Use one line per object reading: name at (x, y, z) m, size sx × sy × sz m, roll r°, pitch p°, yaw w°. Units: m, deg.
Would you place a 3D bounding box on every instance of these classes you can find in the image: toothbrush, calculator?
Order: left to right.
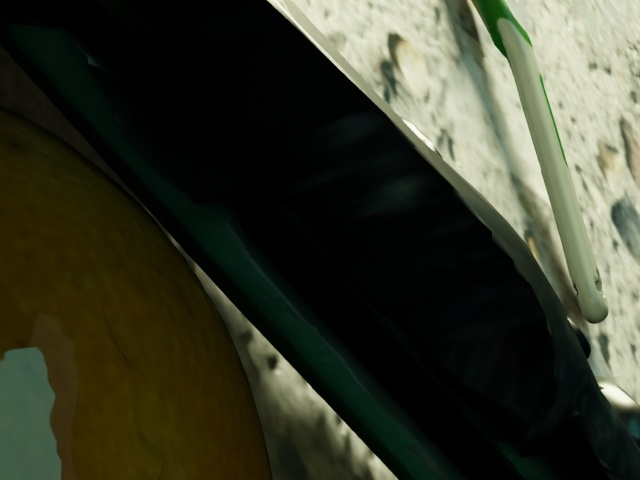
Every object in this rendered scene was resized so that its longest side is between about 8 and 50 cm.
calculator at (0.000, 0.000, 0.510) m, size 0.274 × 0.058 × 0.248 m, roll 49°, pitch -3°, yaw -18°
toothbrush at (0.077, -0.102, 0.879) m, size 0.030 × 0.030 × 0.304 m, roll 11°, pitch 58°, yaw -53°

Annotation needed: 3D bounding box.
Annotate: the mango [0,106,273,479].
mango at (-0.071, 0.086, 0.372) m, size 0.166 × 0.136 × 0.236 m, roll 25°, pitch 51°, yaw -54°
